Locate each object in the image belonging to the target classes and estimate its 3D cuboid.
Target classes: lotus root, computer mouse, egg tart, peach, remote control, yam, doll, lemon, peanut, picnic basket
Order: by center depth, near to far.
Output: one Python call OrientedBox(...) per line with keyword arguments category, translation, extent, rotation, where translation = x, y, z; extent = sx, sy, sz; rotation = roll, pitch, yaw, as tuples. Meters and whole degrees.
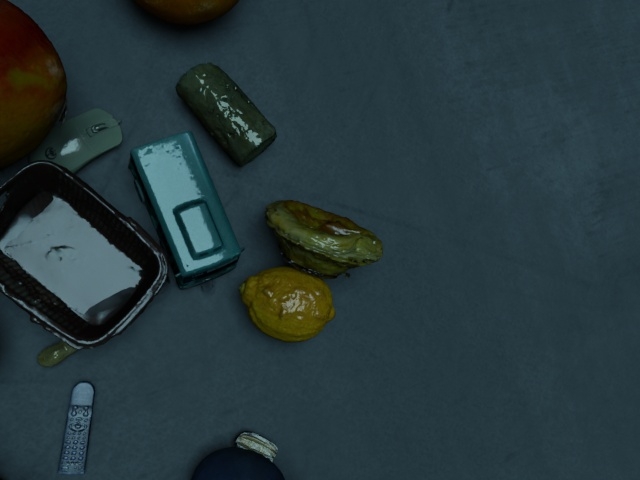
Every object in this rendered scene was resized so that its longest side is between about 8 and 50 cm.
OrientedBox(category="peach", translation=(-0.572, -0.227, 0.884), extent=(0.372, 0.290, 0.373), rotation=(23, 36, -19))
OrientedBox(category="picnic basket", translation=(-0.418, 0.031, 1.006), extent=(0.297, 0.129, 0.222), rotation=(42, 72, -7))
OrientedBox(category="remote control", translation=(-0.410, 0.316, 1.017), extent=(0.043, 0.027, 0.153), rotation=(10, 79, -23))
OrientedBox(category="doll", translation=(-0.173, 0.479, 1.018), extent=(0.228, 0.154, 0.258), rotation=(41, 64, -5))
OrientedBox(category="peanut", translation=(-0.441, 0.185, 1.023), extent=(0.083, 0.037, 0.037), rotation=(-39, 95, -18))
OrientedBox(category="computer mouse", translation=(-0.433, -0.176, 1.076), extent=(0.181, 0.056, 0.089), rotation=(-37, 98, -21))
OrientedBox(category="lotus root", translation=(-0.120, 0.376, 1.103), extent=(0.083, 0.030, 0.037), rotation=(29, 67, -14))
OrientedBox(category="lemon", translation=(-0.063, 0.116, 1.108), extent=(0.187, 0.142, 0.142), rotation=(18, 76, -13))
OrientedBox(category="egg tart", translation=(0.000, 0.000, 1.125), extent=(0.241, 0.241, 0.106), rotation=(17, 105, -16))
OrientedBox(category="yam", translation=(-0.180, -0.243, 1.145), extent=(0.107, 0.107, 0.194), rotation=(-43, 95, -20))

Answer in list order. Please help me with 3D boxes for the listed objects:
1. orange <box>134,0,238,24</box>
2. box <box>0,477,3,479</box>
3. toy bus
OrientedBox(category="orange", translation=(-0.250, -0.532, 1.104), extent=(0.261, 0.261, 0.261), rotation=(3, 80, -18))
OrientedBox(category="box", translation=(-0.596, 0.461, 0.819), extent=(0.229, 0.239, 0.339), rotation=(43, 70, -11))
OrientedBox(category="toy bus", translation=(-0.241, -0.051, 1.072), extent=(0.128, 0.147, 0.256), rotation=(-22, 88, -19))
